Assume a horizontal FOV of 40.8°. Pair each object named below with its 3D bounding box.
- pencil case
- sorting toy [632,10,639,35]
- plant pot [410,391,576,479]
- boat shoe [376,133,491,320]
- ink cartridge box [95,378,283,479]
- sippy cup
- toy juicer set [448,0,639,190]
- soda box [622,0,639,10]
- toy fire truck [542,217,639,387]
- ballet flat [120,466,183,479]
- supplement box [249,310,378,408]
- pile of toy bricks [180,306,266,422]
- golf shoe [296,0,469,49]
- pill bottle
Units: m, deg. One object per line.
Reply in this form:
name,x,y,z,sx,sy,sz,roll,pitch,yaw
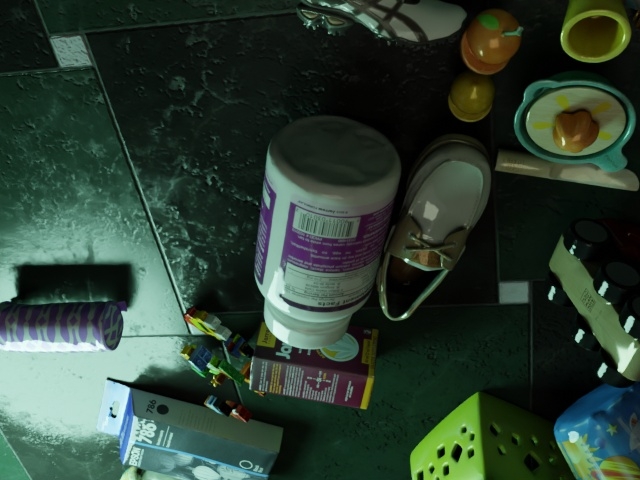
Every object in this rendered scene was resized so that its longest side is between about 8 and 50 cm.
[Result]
pencil case,-0.419,0.135,1.371,0.206,0.088,0.086,1,123,9
sorting toy,0.376,-0.263,0.942,0.042,0.061,0.102,37,126,15
plant pot,0.297,0.426,1.437,0.228,0.207,0.227,24,129,-14
boat shoe,0.147,-0.005,1.129,0.113,0.103,0.302,14,140,-1
ink cartridge box,-0.247,0.365,1.560,0.332,0.065,0.165,16,131,-5
sippy cup,0.480,0.332,1.300,0.224,0.305,0.240,55,134,7
toy juicer set,0.258,-0.138,1.004,0.209,0.089,0.329,-3,142,21
soda box,0.354,-0.261,0.856,0.058,0.183,0.063,-29,127,-9
toy fire truck,0.453,0.054,1.113,0.246,0.217,0.158,-5,133,-18
ballet flat,-0.216,0.503,1.646,0.348,0.123,0.123,17,131,-6
supplement box,-0.009,0.186,1.343,0.188,0.104,0.081,9,130,0
pile of toy bricks,-0.176,0.202,1.396,0.105,0.118,0.212,13,151,41
golf shoe,0.073,-0.273,0.957,0.198,0.077,0.094,8,131,0
pill bottle,0.000,0.000,1.141,0.169,0.169,0.301,10,132,-1
